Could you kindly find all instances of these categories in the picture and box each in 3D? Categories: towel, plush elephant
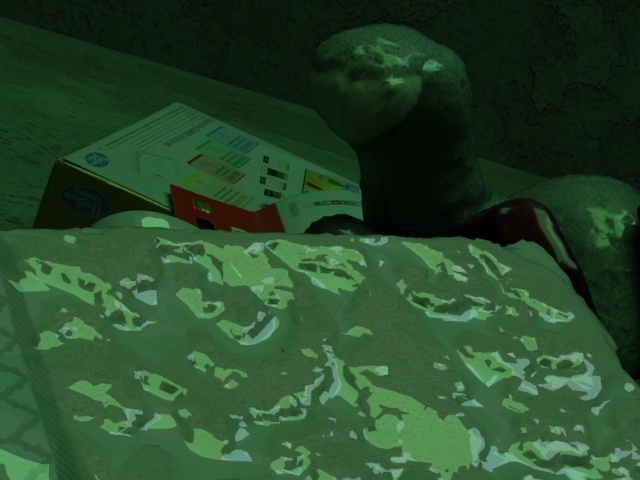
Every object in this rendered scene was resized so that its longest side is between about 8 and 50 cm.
[{"bbox_3d":[-0.005,0.109,0.373,0.317,0.053,0.332,3,40,-25],"label":"towel"},{"bbox_3d":[0.121,0.085,0.648,0.272,0.330,0.255,4,36,-8],"label":"plush elephant"}]

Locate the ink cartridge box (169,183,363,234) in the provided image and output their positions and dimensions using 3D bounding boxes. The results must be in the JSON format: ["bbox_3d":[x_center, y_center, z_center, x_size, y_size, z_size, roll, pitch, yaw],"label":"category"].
[{"bbox_3d":[0.000,0.000,0.908,0.179,0.045,0.145,19,19,-17],"label":"ink cartridge box"}]

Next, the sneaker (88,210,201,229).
[{"bbox_3d":[-0.012,0.094,0.813,0.290,0.106,0.123,22,44,-26],"label":"sneaker"}]

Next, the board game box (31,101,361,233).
[{"bbox_3d":[-0.013,0.009,1.036,0.316,0.064,0.242,25,19,7],"label":"board game box"}]
